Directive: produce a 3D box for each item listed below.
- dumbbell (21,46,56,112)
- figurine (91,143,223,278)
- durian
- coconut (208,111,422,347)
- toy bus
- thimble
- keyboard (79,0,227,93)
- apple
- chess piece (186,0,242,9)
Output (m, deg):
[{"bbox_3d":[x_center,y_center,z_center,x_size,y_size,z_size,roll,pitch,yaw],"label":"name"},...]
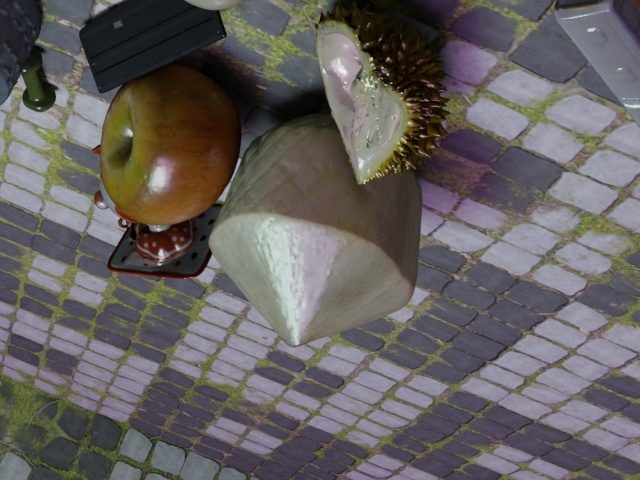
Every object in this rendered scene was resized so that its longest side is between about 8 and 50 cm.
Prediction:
[{"bbox_3d":[-0.424,-0.237,2.068,0.052,0.046,0.118,19,154,13],"label":"dumbbell"},{"bbox_3d":[-0.276,-0.074,2.191,0.183,0.160,0.226,4,141,27],"label":"figurine"},{"bbox_3d":[0.082,-0.197,1.724,0.138,0.183,0.249,-19,147,-5],"label":"durian"},{"bbox_3d":[0.000,0.000,1.929,0.329,0.329,0.329,15,153,8],"label":"coconut"},{"bbox_3d":[0.356,-0.206,1.543,0.092,0.106,0.268,-3,146,42],"label":"toy bus"},{"bbox_3d":[-0.509,-0.284,1.900,0.236,0.172,0.205,32,148,-20],"label":"thimble"},{"bbox_3d":[-0.264,-0.258,1.875,0.381,0.041,0.103,-15,95,39],"label":"keyboard"},{"bbox_3d":[-0.202,-0.132,1.950,0.173,0.210,0.235,4,159,-31],"label":"apple"},{"bbox_3d":[-0.203,-0.359,1.583,0.300,0.167,0.167,27,153,-26],"label":"chess piece"}]
